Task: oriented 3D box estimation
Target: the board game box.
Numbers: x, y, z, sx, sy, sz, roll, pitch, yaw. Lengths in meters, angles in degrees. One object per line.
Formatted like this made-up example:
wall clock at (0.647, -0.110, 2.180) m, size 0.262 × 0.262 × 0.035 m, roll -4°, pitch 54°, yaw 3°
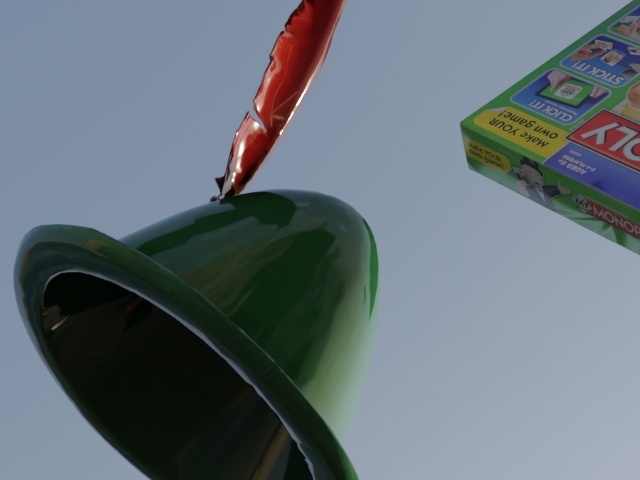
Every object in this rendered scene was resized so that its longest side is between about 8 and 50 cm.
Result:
board game box at (0.274, -0.062, 0.969) m, size 0.213 × 0.317 × 0.046 m, roll -35°, pitch -49°, yaw -22°

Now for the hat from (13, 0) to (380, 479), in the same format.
hat at (0.000, 0.000, 0.601) m, size 0.173 × 0.208 × 0.183 m, roll 40°, pitch -118°, yaw 3°
